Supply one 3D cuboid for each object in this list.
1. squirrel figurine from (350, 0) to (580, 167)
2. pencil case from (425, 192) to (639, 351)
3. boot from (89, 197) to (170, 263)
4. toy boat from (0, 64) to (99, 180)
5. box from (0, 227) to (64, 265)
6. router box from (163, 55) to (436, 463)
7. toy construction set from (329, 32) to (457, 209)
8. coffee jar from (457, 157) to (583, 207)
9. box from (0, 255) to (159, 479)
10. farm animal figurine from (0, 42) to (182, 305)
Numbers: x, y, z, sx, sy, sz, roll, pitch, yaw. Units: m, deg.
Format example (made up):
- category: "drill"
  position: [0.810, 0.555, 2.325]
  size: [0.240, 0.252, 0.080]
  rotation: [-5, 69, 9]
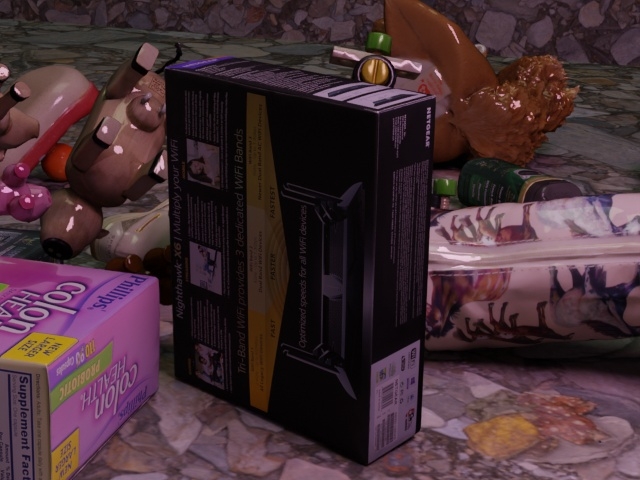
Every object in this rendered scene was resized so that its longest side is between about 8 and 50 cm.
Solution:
- category: "squirrel figurine"
  position: [0.248, -0.251, 2.042]
  size: [0.397, 0.281, 0.370]
  rotation: [22, 11, 12]
- category: "pencil case"
  position: [0.275, 0.024, 1.137]
  size: [0.410, 0.160, 0.183]
  rotation: [-4, -25, 15]
- category: "boot"
  position: [-0.148, 0.003, 1.379]
  size: [0.165, 0.077, 0.213]
  rotation: [19, 24, 37]
- category: "toy boat"
  position: [-0.419, -0.150, 1.715]
  size: [0.151, 0.151, 0.231]
  rotation: [23, 69, 47]
- category: "box"
  position: [-0.408, 0.042, 1.230]
  size: [0.183, 0.059, 0.233]
  rotation: [3, 18, 11]
- category: "router box"
  position: [-0.024, 0.009, 0.996]
  size: [0.243, 0.309, 0.081]
  rotation: [18, 26, 37]
- category: "toy construction set"
  position: [0.021, -0.165, 1.595]
  size: [0.308, 0.237, 0.257]
  rotation: [6, 0, 21]
- category: "coffee jar"
  position: [0.290, -0.065, 1.657]
  size: [0.096, 0.079, 0.184]
  rotation: [-4, 18, -32]
- category: "box"
  position: [-0.291, 0.102, 0.975]
  size: [0.243, 0.117, 0.213]
  rotation: [8, 18, 14]
- category: "farm animal figurine"
  position: [-0.251, -0.079, 1.180]
  size: [0.172, 0.330, 0.327]
  rotation: [-25, 20, 52]
